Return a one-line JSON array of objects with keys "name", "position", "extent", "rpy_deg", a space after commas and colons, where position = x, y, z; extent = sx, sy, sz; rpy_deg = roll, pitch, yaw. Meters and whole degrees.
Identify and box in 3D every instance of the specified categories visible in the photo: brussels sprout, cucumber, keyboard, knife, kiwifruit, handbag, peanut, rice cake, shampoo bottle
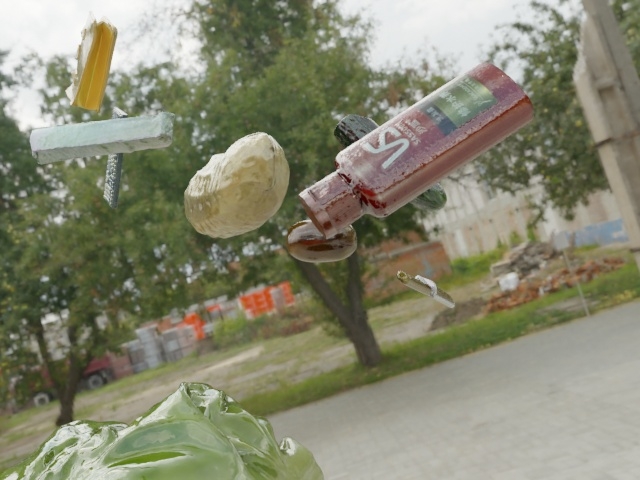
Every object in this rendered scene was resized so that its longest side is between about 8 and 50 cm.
[{"name": "brussels sprout", "position": [-0.212, 0.370, 0.782], "extent": [0.425, 0.342, 0.361], "rpy_deg": [-32, 11, 14]}, {"name": "cucumber", "position": [0.130, -0.136, 1.327], "extent": [0.074, 0.241, 0.074], "rpy_deg": [-44, -13, -12]}, {"name": "keyboard", "position": [-0.373, -0.149, 1.328], "extent": [0.014, 0.176, 0.055], "rpy_deg": [-1, 23, -33]}, {"name": "knife", "position": [0.166, 0.071, 1.122], "extent": [0.022, 0.046, 0.256], "rpy_deg": [-48, -29, 9]}, {"name": "kiwifruit", "position": [0.000, 0.000, 1.243], "extent": [0.125, 0.075, 0.075], "rpy_deg": [1, 2, 18]}, {"name": "handbag", "position": [-0.210, -0.165, 0.675], "extent": [0.027, 0.083, 0.061], "rpy_deg": [10, 21, -28]}, {"name": "peanut", "position": [-0.159, -0.091, 1.403], "extent": [0.174, 0.158, 0.340], "rpy_deg": [-52, 18, -19]}, {"name": "rice cake", "position": [-0.282, -0.131, 0.943], "extent": [0.211, 0.043, 0.034], "rpy_deg": [-4, -23, 17]}, {"name": "shampoo bottle", "position": [0.119, -0.116, 0.954], "extent": [0.314, 0.118, 0.076], "rpy_deg": [-33, -34, -5]}]
